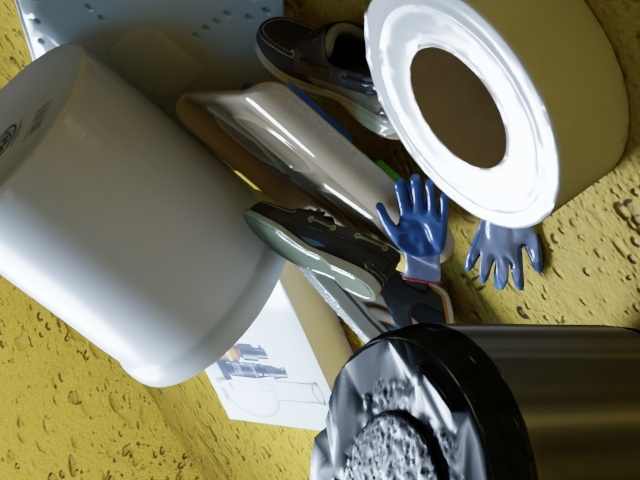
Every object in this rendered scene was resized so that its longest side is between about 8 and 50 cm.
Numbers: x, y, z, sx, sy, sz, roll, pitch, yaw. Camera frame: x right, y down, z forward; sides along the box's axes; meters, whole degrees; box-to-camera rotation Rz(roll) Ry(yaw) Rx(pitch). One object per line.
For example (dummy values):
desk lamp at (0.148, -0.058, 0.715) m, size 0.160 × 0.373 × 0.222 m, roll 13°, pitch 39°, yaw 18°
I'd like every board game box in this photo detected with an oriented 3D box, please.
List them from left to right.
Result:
board game box at (-0.219, -0.259, 1.769) m, size 0.390 × 0.050 × 0.390 m, roll 12°, pitch 144°, yaw 12°

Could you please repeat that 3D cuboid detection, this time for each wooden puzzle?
wooden puzzle at (-0.006, -0.102, 1.644) m, size 0.322 × 0.080 × 0.348 m, roll 39°, pitch 168°, yaw -19°

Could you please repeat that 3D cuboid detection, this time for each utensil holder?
utensil holder at (-0.289, -0.034, 1.771) m, size 0.385 × 0.327 × 0.327 m, roll 40°, pitch 168°, yaw -30°

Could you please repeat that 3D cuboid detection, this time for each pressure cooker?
pressure cooker at (0.246, 0.262, 1.329) m, size 0.370 × 0.420 × 0.375 m, roll 34°, pitch 117°, yaw 55°

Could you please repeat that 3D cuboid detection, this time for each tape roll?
tape roll at (0.170, -0.156, 1.290) m, size 0.286 × 0.100 × 0.286 m, roll 45°, pitch 157°, yaw 25°

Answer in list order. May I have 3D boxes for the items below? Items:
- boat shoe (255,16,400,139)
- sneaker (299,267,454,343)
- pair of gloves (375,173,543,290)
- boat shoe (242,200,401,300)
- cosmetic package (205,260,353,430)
boat shoe at (0.026, -0.216, 1.519) m, size 0.285 × 0.103 × 0.092 m, roll 37°, pitch 143°, yaw 39°
sneaker at (0.096, 0.088, 1.739) m, size 0.321 × 0.127 × 0.126 m, roll 47°, pitch 175°, yaw 5°
pair of gloves at (0.162, -0.008, 1.493) m, size 0.198 × 0.023 × 0.159 m, roll 7°, pitch 129°, yaw 14°
boat shoe at (0.000, 0.000, 1.654) m, size 0.227 × 0.069 × 0.081 m, roll 29°, pitch 160°, yaw 29°
cosmetic package at (-0.100, 0.148, 2.179) m, size 0.284 × 0.097 × 0.377 m, roll -1°, pitch 124°, yaw 38°
